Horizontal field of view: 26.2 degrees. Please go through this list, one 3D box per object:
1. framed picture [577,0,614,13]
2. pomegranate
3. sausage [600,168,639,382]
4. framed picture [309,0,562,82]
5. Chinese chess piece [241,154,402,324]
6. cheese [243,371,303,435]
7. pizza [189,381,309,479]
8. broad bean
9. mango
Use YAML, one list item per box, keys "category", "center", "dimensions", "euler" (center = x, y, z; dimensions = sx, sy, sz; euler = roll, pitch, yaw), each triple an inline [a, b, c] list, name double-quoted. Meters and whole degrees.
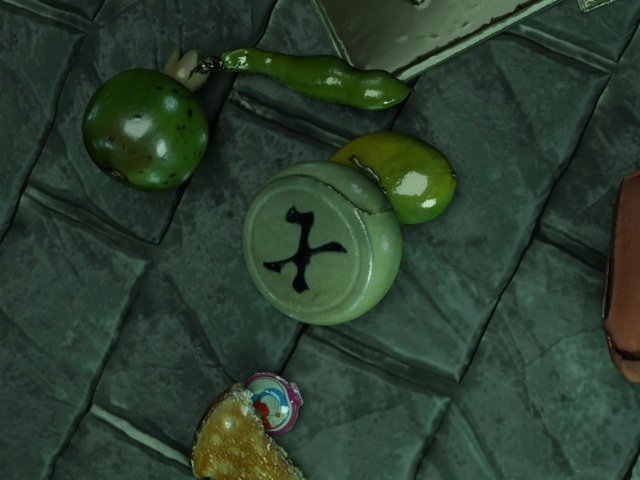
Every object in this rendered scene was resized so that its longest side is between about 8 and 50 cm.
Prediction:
- category: "framed picture"
  center: [0.400, -0.448, 1.890]
  dimensions: [0.173, 0.010, 0.231]
  euler: [-22, 81, 12]
- category: "pomegranate"
  center: [-0.235, -0.180, 1.966]
  dimensions: [0.187, 0.187, 0.225]
  euler: [20, 63, 15]
- category: "sausage"
  center: [0.440, 0.046, 1.772]
  dimensions: [0.152, 0.152, 0.279]
  euler: [4, 87, 15]
- category: "framed picture"
  center: [0.151, -0.373, 1.944]
  dimensions: [0.335, 0.022, 0.247]
  euler: [-27, 79, 12]
- category: "Chinese chess piece"
  center: [0.000, 0.000, 1.881]
  dimensions: [0.238, 0.092, 0.237]
  euler: [9, 107, 30]
- category: "cheese"
  center: [-0.091, 0.238, 1.952]
  dimensions: [0.145, 0.038, 0.095]
  euler: [-23, 88, 24]
- category: "pizza"
  center: [-0.086, 0.302, 1.927]
  dimensions: [0.195, 0.052, 0.185]
  euler: [34, 121, 9]
- category: "broad bean"
  center: [-0.024, -0.225, 1.931]
  dimensions: [0.318, 0.056, 0.098]
  euler: [5, 47, 10]
- category: "mango"
  center: [0.095, -0.092, 1.904]
  dimensions: [0.191, 0.085, 0.122]
  euler: [19, 96, 15]
